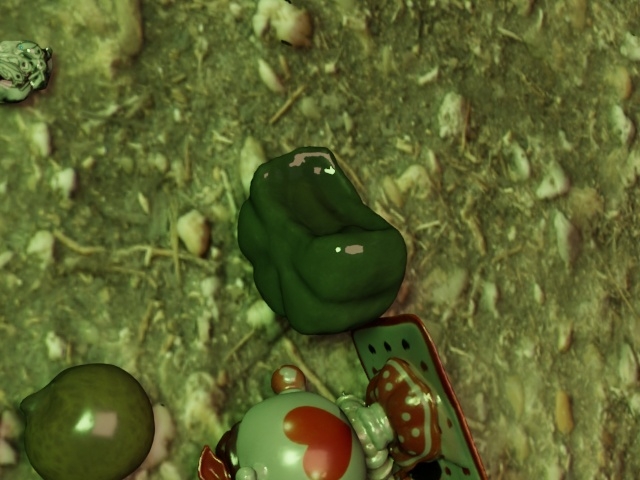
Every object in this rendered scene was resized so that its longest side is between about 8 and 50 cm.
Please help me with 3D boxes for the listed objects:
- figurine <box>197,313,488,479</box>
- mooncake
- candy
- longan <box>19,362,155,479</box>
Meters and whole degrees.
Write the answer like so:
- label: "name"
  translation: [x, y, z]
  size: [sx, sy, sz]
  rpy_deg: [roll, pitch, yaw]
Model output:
- label: "figurine"
  translation: [0.000, 0.196, 1.103]
  size: [0.226, 0.160, 0.183]
  rpy_deg: [-23, 93, -25]
- label: "mooncake"
  translation: [0.000, 0.000, 1.117]
  size: [0.104, 0.175, 0.168]
  rpy_deg: [-9, 101, -33]
- label: "candy"
  translation: [-0.325, -0.192, 1.022]
  size: [0.226, 0.051, 0.094]
  rpy_deg: [35, 53, -25]
- label: "longan"
  translation: [-0.193, 0.153, 1.008]
  size: [0.113, 0.092, 0.113]
  rpy_deg: [0, 91, -13]
